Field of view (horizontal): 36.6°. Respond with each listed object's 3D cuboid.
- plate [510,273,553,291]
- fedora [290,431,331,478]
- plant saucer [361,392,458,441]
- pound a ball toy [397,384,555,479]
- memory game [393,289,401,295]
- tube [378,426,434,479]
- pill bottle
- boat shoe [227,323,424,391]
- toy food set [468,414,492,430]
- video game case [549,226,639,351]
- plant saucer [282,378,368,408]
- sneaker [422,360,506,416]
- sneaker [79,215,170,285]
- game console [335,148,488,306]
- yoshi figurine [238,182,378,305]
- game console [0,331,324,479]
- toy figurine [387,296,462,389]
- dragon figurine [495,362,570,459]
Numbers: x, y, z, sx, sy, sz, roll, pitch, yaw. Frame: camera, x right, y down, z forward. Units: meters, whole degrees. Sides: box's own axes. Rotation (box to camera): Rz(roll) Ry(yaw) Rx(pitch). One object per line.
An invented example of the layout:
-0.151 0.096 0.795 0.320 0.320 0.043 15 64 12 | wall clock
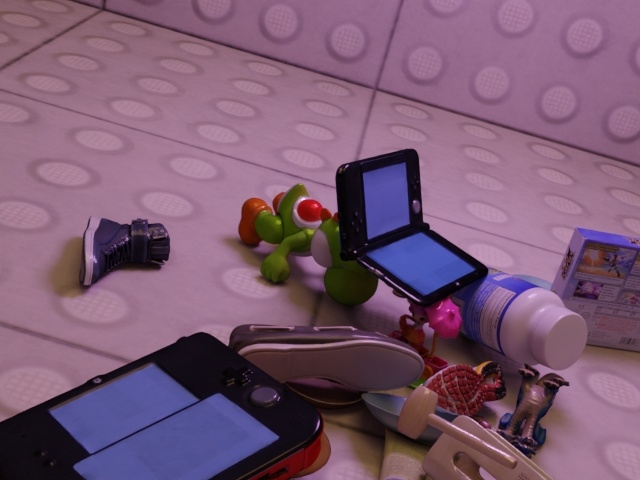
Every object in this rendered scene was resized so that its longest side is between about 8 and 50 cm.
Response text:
0.495 0.133 2.188 0.188 0.024 0.188 14 25 -7 | plate
-0.078 0.309 1.414 0.194 0.079 0.194 13 19 -4 | fedora
0.157 0.295 1.586 0.195 0.037 0.195 15 2 -1 | plant saucer
0.250 0.366 1.388 0.319 0.135 0.208 37 1 35 | pound a ball toy
0.229 0.101 2.107 0.186 0.012 0.186 13 26 -6 | memory game
0.127 0.356 1.475 0.070 0.062 0.240 60 19 -10 | tube
0.374 0.150 1.857 0.152 0.152 0.272 -2 15 -34 | pill bottle
0.009 0.183 1.621 0.335 0.112 0.095 4 32 -16 | boat shoe
0.258 0.323 1.655 0.078 0.019 0.122 17 25 1 | toy food set
0.626 0.109 2.053 0.270 0.244 0.061 9 26 -15 | video game case
0.001 0.239 1.665 0.168 0.029 0.168 13 24 -6 | plant saucer
0.237 0.263 1.674 0.093 0.088 0.225 -20 -15 33 | sneaker
-0.367 0.022 1.824 0.163 0.086 0.226 9 25 -9 | sneaker
0.177 -0.034 1.798 0.173 0.250 0.293 2 12 33 | game console
-0.006 0.027 1.992 0.362 0.203 0.203 25 -10 47 | yoshi figurine
-0.226 0.264 1.298 0.387 0.060 0.342 -23 37 -33 | game console
0.192 0.167 1.774 0.173 0.159 0.130 33 30 33 | toy figurine
0.367 0.299 1.693 0.085 0.144 0.289 23 7 18 | dragon figurine
